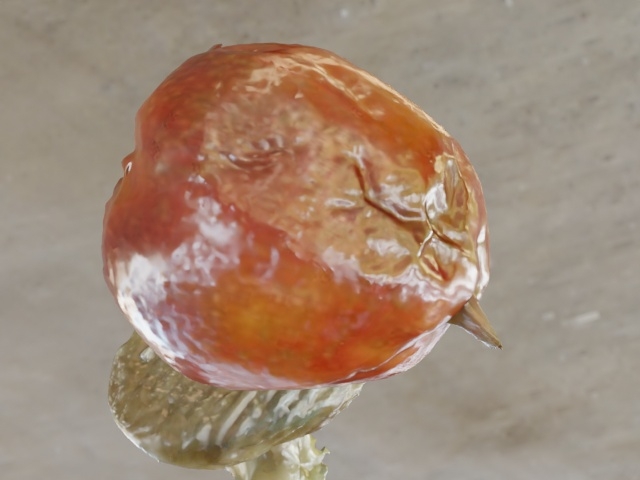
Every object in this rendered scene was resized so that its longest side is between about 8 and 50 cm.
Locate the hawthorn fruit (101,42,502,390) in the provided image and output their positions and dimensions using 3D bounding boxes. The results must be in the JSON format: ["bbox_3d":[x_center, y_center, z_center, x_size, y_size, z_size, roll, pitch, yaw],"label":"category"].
[{"bbox_3d":[-0.012,-0.009,0.832,0.179,0.173,0.173,-3,163,-2],"label":"hawthorn fruit"}]

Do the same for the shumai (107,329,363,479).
[{"bbox_3d":[-0.054,0.110,1.340,0.209,0.161,0.153,-42,150,-22],"label":"shumai"}]
